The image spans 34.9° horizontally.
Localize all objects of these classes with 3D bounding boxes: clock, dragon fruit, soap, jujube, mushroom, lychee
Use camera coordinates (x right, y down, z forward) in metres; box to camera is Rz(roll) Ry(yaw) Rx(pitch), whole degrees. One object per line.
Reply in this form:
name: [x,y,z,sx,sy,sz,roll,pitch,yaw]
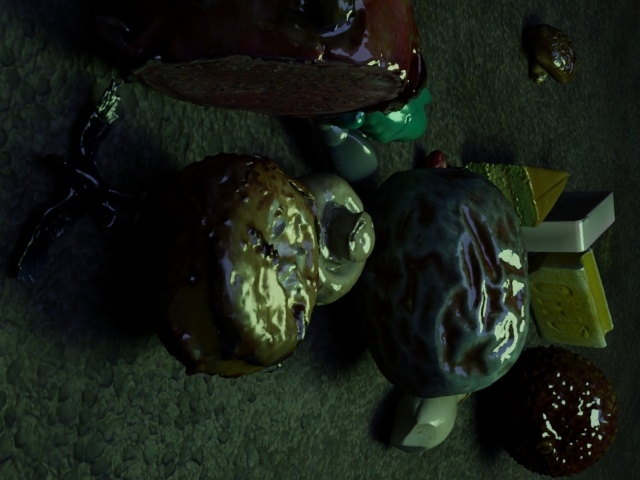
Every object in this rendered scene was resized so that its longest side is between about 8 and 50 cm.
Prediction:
clock: [0.456,-0.038,1.925,0.197,0.150,0.063,-31,116,-52]
dragon fruit: [-0.044,-0.275,1.000,0.314,0.296,0.262,11,80,-65]
soap: [0.476,0.106,1.978,0.073,0.140,0.232,-60,140,-34]
jujube: [0.163,0.050,1.385,0.215,0.247,0.308,-54,128,-85]
mushroom: [0.439,-0.353,1.922,0.126,0.085,0.109,27,72,-43]
lychee: [0.420,0.298,1.836,0.271,0.236,0.235,-62,145,-65]
mushroom: [0.173,0.259,1.573,0.212,0.088,0.097,-35,132,-58]
mushroom: [0.000,0.000,1.242,0.166,0.127,0.166,-15,109,-49]

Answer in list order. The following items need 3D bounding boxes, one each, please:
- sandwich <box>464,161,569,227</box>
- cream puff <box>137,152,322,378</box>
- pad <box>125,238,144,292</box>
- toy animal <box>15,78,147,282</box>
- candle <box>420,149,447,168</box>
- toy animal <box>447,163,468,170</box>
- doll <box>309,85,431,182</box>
sandwich: [0.350,-0.124,1.778,0.187,0.117,0.144,-51,136,-41]
cream puff: [-0.098,0.028,1.057,0.240,0.164,0.240,-2,90,-70]
pad: [-0.141,0.009,1.135,0.193,0.004,0.116,-51,133,-42]
toy animal: [-0.221,-0.049,0.968,0.108,0.062,0.220,32,66,-34]
candle: [0.151,0.021,1.553,0.051,0.048,0.329,135,-33,-76]
toy animal: [0.216,-0.078,1.640,0.135,0.047,0.065,-54,134,-39]
doll: [0.048,-0.199,1.275,0.195,0.153,0.258,-63,150,-23]
